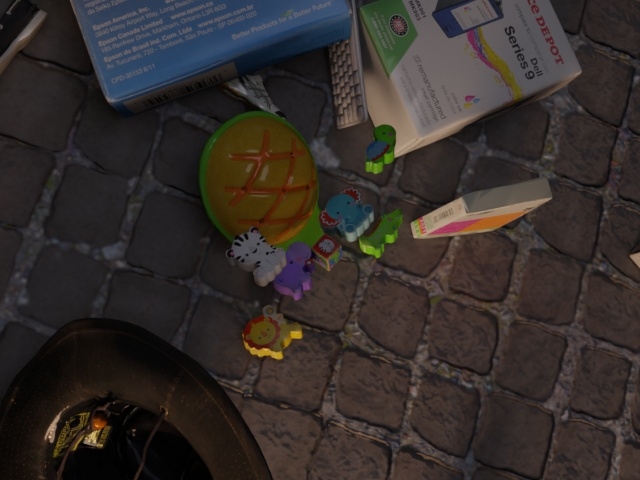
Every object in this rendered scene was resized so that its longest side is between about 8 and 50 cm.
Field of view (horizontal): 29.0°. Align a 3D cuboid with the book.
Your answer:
[{"bbox_3d":[0.161,-0.030,1.267,0.096,0.144,0.035,-12,84,-19],"label":"book"}]

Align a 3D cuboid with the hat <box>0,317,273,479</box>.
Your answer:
[{"bbox_3d":[-0.141,0.224,1.115,0.134,0.331,0.331,-4,79,-58],"label":"hat"}]

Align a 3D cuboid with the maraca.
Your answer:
[{"bbox_3d":[-0.052,-0.042,1.235,0.127,0.099,0.186,-36,118,-16],"label":"maraca"}]

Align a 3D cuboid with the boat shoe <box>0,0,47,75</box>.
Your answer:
[{"bbox_3d":[-0.317,-0.187,1.203,0.038,0.046,0.125,37,70,-8],"label":"boat shoe"}]

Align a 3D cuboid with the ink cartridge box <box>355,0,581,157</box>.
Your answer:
[{"bbox_3d":[0.147,-0.201,1.320,0.212,0.093,0.154,-22,87,-20],"label":"ink cartridge box"}]

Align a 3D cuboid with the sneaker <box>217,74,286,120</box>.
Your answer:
[{"bbox_3d":[-0.065,-0.153,1.280,0.083,0.032,0.037,37,73,-8],"label":"sneaker"}]

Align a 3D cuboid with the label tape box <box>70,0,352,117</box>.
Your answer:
[{"bbox_3d":[-0.141,-0.327,1.212,0.249,0.115,0.348,-20,85,0],"label":"label tape box"}]

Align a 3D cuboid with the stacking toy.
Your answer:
[{"bbox_3d":[0.000,0.000,1.208,0.052,0.167,0.221,36,67,23],"label":"stacking toy"}]

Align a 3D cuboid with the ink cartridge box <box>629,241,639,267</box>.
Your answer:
[{"bbox_3d":[0.535,-0.041,1.427,0.371,0.069,0.176,-43,94,-21],"label":"ink cartridge box"}]

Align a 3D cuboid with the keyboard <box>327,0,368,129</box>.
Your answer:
[{"bbox_3d":[0.019,-0.246,1.283,0.014,0.072,0.256,-7,90,-19],"label":"keyboard"}]
